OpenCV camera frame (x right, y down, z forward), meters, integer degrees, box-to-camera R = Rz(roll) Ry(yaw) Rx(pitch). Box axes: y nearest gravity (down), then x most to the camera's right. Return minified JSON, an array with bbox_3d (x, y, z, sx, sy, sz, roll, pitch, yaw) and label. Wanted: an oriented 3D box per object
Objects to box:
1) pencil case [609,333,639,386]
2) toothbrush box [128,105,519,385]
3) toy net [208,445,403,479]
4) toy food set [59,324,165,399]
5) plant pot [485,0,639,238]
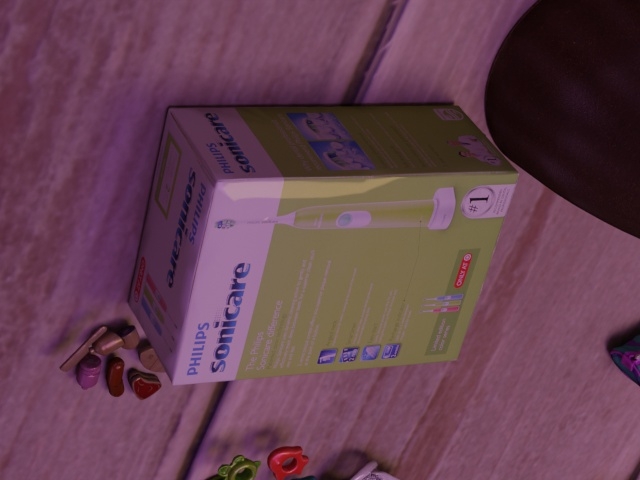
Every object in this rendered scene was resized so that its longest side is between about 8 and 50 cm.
[{"bbox_3d":[0.381,0.099,1.847,0.152,0.064,0.070,-35,158,-1],"label":"pencil case"},{"bbox_3d":[0.000,0.000,1.522,0.283,0.122,0.206,-4,126,-27],"label":"toothbrush box"},{"bbox_3d":[-0.012,0.239,1.755,0.232,0.045,0.122,-3,123,-29],"label":"toy net"},{"bbox_3d":[-0.178,0.109,1.579,0.078,0.019,0.122,-45,140,9],"label":"toy food set"},{"bbox_3d":[0.291,-0.091,1.539,0.215,0.230,0.215,-15,129,-19],"label":"plant pot"}]
